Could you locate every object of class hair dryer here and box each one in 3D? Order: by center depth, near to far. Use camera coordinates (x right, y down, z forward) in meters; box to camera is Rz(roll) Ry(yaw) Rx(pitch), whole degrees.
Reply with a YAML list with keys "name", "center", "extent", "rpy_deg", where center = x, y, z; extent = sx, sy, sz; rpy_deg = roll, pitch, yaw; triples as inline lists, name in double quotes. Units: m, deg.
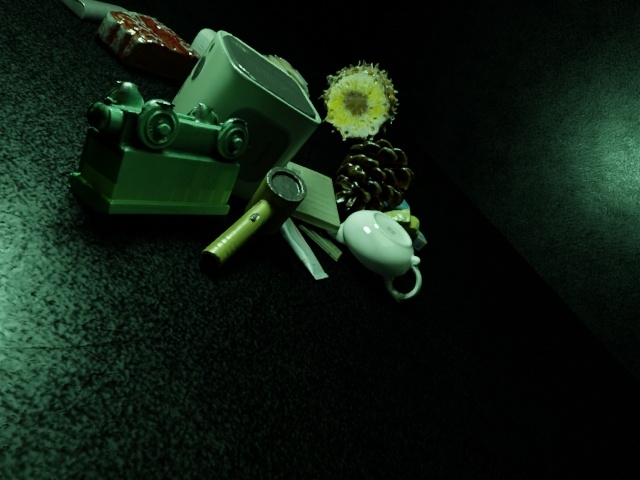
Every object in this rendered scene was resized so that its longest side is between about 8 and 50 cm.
- name: "hair dryer"
  center: [-0.139, -0.030, 0.896]
  extent: [0.090, 0.135, 0.278]
  rpy_deg: [42, 42, -2]

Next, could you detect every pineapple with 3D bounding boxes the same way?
- name: "pineapple"
  center: [0.174, -0.614, 2.020]
  extent: [0.352, 0.352, 0.300]
  rpy_deg: [38, 25, -11]

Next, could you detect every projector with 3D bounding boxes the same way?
- name: "projector"
  center: [-0.182, -0.277, 1.044]
  extent: [0.248, 0.249, 0.248]
  rpy_deg: [23, 31, -38]

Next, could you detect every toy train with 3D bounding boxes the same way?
- name: "toy train"
  center: [-0.254, -0.141, 0.780]
  extent: [0.120, 0.202, 0.301]
  rpy_deg: [33, 19, 26]

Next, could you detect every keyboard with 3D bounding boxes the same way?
- name: "keyboard"
  center: [0.000, 0.000, 1.151]
  extent: [0.129, 0.015, 0.049]
  rpy_deg: [43, 30, 0]

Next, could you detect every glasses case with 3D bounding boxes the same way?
- name: "glasses case"
  center: [-0.594, -0.618, 1.237]
  extent: [0.072, 0.042, 0.190]
  rpy_deg: [35, 24, 3]

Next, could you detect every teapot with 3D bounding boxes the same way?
- name: "teapot"
  center: [0.152, 0.023, 1.197]
  extent: [0.298, 0.139, 0.204]
  rpy_deg: [47, 23, 14]

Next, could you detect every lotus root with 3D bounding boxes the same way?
- name: "lotus root"
  center: [-0.152, -0.659, 1.925]
  extent: [0.167, 0.078, 0.329]
  rpy_deg: [-7, 52, -30]

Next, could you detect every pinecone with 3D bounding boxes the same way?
- name: "pinecone"
  center: [0.162, -0.183, 1.432]
  extent: [0.244, 0.244, 0.309]
  rpy_deg: [40, 44, -6]

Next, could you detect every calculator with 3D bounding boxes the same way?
- name: "calculator"
  center: [0.243, -0.201, 1.791]
  extent: [0.173, 0.051, 0.293]
  rpy_deg: [15, 37, -47]

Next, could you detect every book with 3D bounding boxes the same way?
- name: "book"
  center: [-0.053, -0.137, 1.236]
  extent: [0.215, 0.025, 0.282]
  rpy_deg: [21, 30, -15]

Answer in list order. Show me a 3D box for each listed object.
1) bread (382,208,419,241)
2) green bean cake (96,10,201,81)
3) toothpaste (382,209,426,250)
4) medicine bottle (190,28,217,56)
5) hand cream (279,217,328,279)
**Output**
- name: "bread"
  center: [0.214, -0.031, 1.355]
  extent: [0.064, 0.157, 0.117]
  rpy_deg: [-97, 169, -47]
- name: "green bean cake"
  center: [-0.443, -0.509, 1.213]
  extent: [0.198, 0.097, 0.233]
  rpy_deg: [44, 24, 2]
- name: "toothpaste"
  center: [0.279, -0.040, 1.594]
  extent: [0.194, 0.044, 0.070]
  rpy_deg: [31, 26, -25]
- name: "medicine bottle"
  center: [-0.228, -0.508, 1.477]
  extent: [0.375, 0.123, 0.282]
  rpy_deg: [19, 28, -54]
- name: "hand cream"
  center: [-0.055, 0.000, 1.052]
  extent: [0.052, 0.038, 0.216]
  rpy_deg: [-23, 72, -37]
